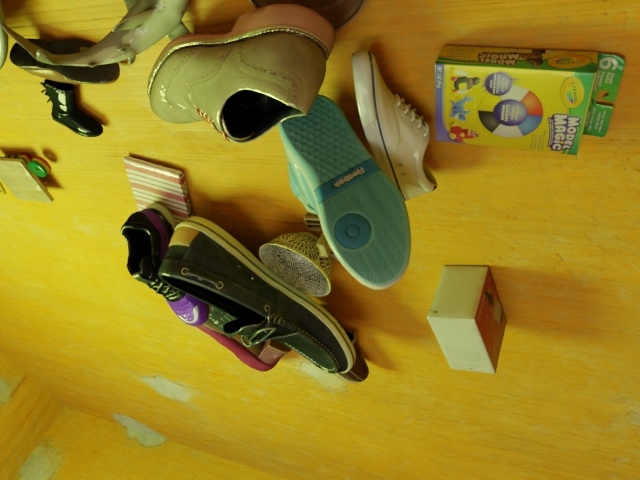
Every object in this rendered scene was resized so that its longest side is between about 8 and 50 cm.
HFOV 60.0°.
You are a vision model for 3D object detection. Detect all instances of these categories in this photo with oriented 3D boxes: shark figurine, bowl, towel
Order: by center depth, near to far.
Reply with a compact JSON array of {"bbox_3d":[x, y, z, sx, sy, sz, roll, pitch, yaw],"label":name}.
[{"bbox_3d":[-0.311,-0.333,0.845,0.116,0.278,0.166,62,180,14],"label":"shark figurine"},{"bbox_3d":[-0.036,0.034,1.149,0.170,0.080,0.170,25,152,14],"label":"bowl"},{"bbox_3d":[-0.355,-0.100,1.241,0.144,0.029,0.197,16,140,13],"label":"towel"}]

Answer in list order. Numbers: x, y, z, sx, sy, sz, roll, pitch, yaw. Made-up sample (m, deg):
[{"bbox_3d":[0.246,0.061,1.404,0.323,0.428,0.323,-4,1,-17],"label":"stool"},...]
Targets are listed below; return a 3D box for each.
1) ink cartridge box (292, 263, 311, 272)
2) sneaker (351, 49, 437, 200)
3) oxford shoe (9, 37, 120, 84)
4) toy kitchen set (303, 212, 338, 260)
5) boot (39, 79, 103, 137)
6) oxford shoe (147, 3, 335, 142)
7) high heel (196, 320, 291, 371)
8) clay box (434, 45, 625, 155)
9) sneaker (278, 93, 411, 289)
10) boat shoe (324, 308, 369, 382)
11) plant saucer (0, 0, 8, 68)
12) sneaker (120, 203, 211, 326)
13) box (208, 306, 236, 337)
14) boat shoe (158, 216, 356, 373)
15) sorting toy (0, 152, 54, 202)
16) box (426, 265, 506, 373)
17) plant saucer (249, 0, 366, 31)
[{"bbox_3d":[-0.042,0.076,1.256,0.048,0.028,0.083,19,143,11],"label":"ink cartridge box"},{"bbox_3d":[0.114,-0.171,0.830,0.091,0.094,0.258,-15,131,12],"label":"sneaker"},{"bbox_3d":[-0.452,-0.320,1.014,0.212,0.076,0.076,14,172,13],"label":"oxford shoe"},{"bbox_3d":[0.000,0.000,1.091,0.075,0.083,0.068,4,137,27],"label":"toy kitchen set"},{"bbox_3d":[-0.496,-0.269,1.109,0.121,0.045,0.099,25,141,4],"label":"boot"},{"bbox_3d":[-0.152,-0.218,0.826,0.141,0.146,0.397,20,164,-40],"label":"oxford shoe"},{"bbox_3d":[-0.273,0.256,1.525,0.377,0.127,0.181,34,133,-15],"label":"high heel"},{"bbox_3d":[0.266,-0.184,0.732,0.222,0.053,0.127,11,141,22],"label":"clay box"},{"bbox_3d":[0.040,-0.055,0.878,0.127,0.318,0.208,-21,163,-6],"label":"sneaker"},{"bbox_3d":[0.050,0.264,1.376,0.095,0.095,0.257,-23,121,39],"label":"boat shoe"},{"bbox_3d":[-0.686,-0.467,0.936,0.401,0.100,0.400,17,143,13],"label":"plant saucer"},{"bbox_3d":[-0.349,0.072,1.207,0.102,0.146,0.293,-22,98,22],"label":"sneaker"},{"bbox_3d":[-0.231,0.109,1.333,0.183,0.059,0.233,-36,115,24],"label":"box"},{"bbox_3d":[-0.133,0.156,1.198,0.500,0.156,0.187,41,149,-18],"label":"boat shoe"},{"bbox_3d":[-0.747,-0.162,1.387,0.275,0.046,0.132,6,139,26],"label":"sorting toy"},{"bbox_3d":[0.285,0.151,1.060,0.091,0.130,0.170,-1,136,33],"label":"box"},{"bbox_3d":[-0.023,-0.363,0.708,0.199,0.036,0.198,17,143,13],"label":"plant saucer"}]
